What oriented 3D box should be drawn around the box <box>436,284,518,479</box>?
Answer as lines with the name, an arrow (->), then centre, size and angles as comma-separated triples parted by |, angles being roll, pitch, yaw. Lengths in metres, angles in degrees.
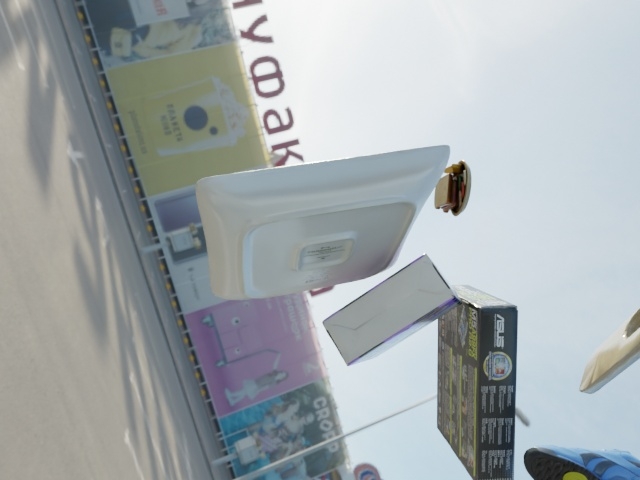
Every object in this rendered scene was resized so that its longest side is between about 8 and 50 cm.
box -> 0.249, 0.220, 0.888 | 0.216, 0.060, 0.270 | -146, -125, -85

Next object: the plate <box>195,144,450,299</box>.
plate -> 0.000, 0.000, 0.662 | 0.278, 0.277, 0.045 | 103, -27, -60

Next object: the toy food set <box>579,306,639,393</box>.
toy food set -> 0.324, 0.068, 0.269 | 0.220, 0.306, 0.092 | 80, 21, -58

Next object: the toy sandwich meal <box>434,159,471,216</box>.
toy sandwich meal -> 0.180, -0.072, 0.740 | 0.085, 0.029, 0.086 | -175, -90, -87

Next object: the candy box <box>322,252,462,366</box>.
candy box -> 0.111, 0.102, 0.772 | 0.070, 0.165, 0.196 | 58, 9, 16

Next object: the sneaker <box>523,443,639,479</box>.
sneaker -> 0.387, 0.322, 0.751 | 0.082, 0.209, 0.069 | -56, 158, -60
